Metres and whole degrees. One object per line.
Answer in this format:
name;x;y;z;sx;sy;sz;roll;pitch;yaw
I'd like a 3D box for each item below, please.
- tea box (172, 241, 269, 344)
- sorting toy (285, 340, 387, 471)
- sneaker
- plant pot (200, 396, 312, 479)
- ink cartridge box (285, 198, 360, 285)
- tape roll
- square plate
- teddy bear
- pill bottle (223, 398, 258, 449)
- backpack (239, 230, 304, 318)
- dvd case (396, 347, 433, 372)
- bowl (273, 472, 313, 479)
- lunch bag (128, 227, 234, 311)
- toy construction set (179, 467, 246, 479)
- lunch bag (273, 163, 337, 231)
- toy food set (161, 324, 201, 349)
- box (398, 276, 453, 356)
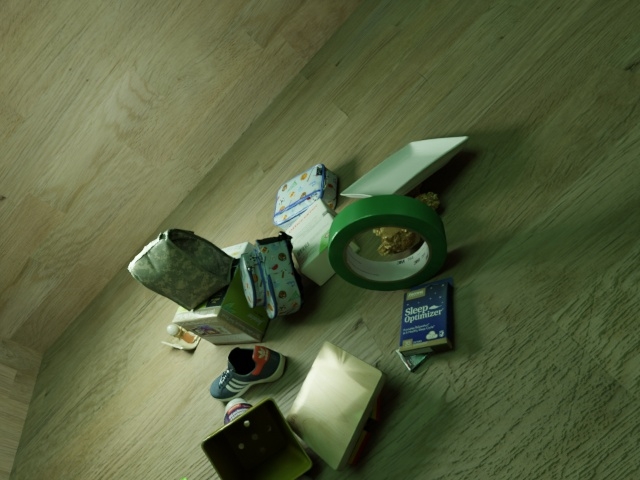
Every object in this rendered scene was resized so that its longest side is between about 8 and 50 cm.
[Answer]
tea box;-0.353;0.214;1.976;0.329;0.220;0.323;-13;47;45
sorting toy;0.056;0.432;1.342;0.257;0.089;0.255;15;76;57
sneaker;-0.286;0.440;1.730;0.350;0.148;0.131;-33;36;28
plant pot;-0.175;0.555;1.376;0.212;0.212;0.187;-31;-1;-12
ink cartridge box;0.000;0.000;1.841;0.198;0.115;0.272;-44;33;11
tape roll;0.181;0.015;1.398;0.321;0.321;0.077;-29;38;32
square plate;0.270;-0.227;1.674;0.344;0.049;0.347;-37;18;-13
teddy bear;0.264;-0.079;1.615;0.245;0.113;0.338;-36;27;12
pill bottle;-0.241;0.566;1.569;0.108;0.108;0.193;-55;20;-5
backpack;-0.163;0.136;1.750;0.213;0.263;0.276;-22;-14;-12
dvd case;0.260;0.276;1.327;0.119;0.013;0.087;-46;32;7
bowl;-0.092;0.679;1.333;0.142;0.053;0.141;-17;45;45
lunch bag;-0.497;0.088;1.804;0.235;0.287;0.168;-35;35;27
toy construction set;-0.336;0.767;1.486;0.328;0.151;0.215;-33;11;16
lunch bag;-0.061;-0.170;2.099;0.304;0.115;0.243;-27;41;36
toy food set;-0.582;0.336;2.266;0.220;0.092;0.305;-4;56;51
box;0.281;0.192;1.344;0.137;0.036;0.225;-21;38;33
